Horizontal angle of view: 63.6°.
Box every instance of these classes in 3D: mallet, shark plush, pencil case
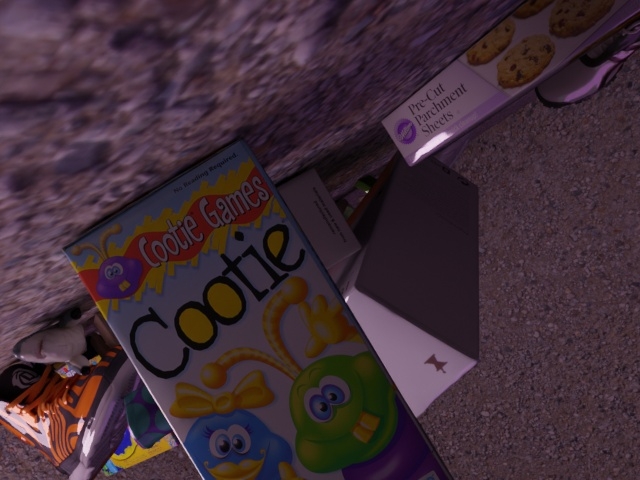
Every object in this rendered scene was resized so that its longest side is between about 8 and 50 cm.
[{"bbox_3d":[-0.470,0.222,0.915,0.190,0.039,0.062,-28,179,14],"label":"mallet"},{"bbox_3d":[-0.309,0.109,0.594,0.067,0.073,0.161,-10,-170,-25],"label":"shark plush"},{"bbox_3d":[-0.140,0.162,0.575,0.152,0.064,0.070,-30,161,-10],"label":"pencil case"}]

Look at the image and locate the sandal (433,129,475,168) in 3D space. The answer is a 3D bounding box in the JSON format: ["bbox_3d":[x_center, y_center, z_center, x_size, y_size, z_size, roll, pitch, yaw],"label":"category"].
[{"bbox_3d":[0.194,-0.125,1.172,0.416,0.102,0.169,-56,167,25],"label":"sandal"}]

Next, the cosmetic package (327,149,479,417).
[{"bbox_3d":[0.103,0.050,0.774,0.230,0.162,0.453,-55,-175,33],"label":"cosmetic package"}]

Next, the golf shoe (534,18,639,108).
[{"bbox_3d":[0.446,-0.318,0.794,0.273,0.105,0.120,-39,159,31],"label":"golf shoe"}]

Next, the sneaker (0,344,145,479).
[{"bbox_3d":[-0.341,0.209,0.675,0.321,0.180,0.124,-55,180,36],"label":"sneaker"}]

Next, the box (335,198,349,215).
[{"bbox_3d":[0.000,0.000,1.253,0.149,0.126,0.232,-32,178,24],"label":"box"}]

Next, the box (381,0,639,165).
[{"bbox_3d":[0.192,-0.176,0.478,0.063,0.067,0.324,-29,178,-42],"label":"box"}]

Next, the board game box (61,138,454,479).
[{"bbox_3d":[-0.039,0.087,0.401,0.142,0.275,0.144,-31,179,-1],"label":"board game box"}]

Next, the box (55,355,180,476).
[{"bbox_3d":[-0.436,0.355,1.221,0.290,0.279,0.177,-33,178,30],"label":"box"}]

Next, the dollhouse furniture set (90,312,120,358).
[{"bbox_3d":[-0.253,0.121,0.866,0.262,0.135,0.259,-31,167,-38],"label":"dollhouse furniture set"}]

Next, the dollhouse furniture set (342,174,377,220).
[{"bbox_3d":[0.084,-0.064,1.127,0.058,0.076,0.151,-34,152,-54],"label":"dollhouse furniture set"}]

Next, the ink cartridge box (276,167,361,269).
[{"bbox_3d":[-0.109,0.042,0.647,0.273,0.114,0.197,-30,178,-12],"label":"ink cartridge box"}]
